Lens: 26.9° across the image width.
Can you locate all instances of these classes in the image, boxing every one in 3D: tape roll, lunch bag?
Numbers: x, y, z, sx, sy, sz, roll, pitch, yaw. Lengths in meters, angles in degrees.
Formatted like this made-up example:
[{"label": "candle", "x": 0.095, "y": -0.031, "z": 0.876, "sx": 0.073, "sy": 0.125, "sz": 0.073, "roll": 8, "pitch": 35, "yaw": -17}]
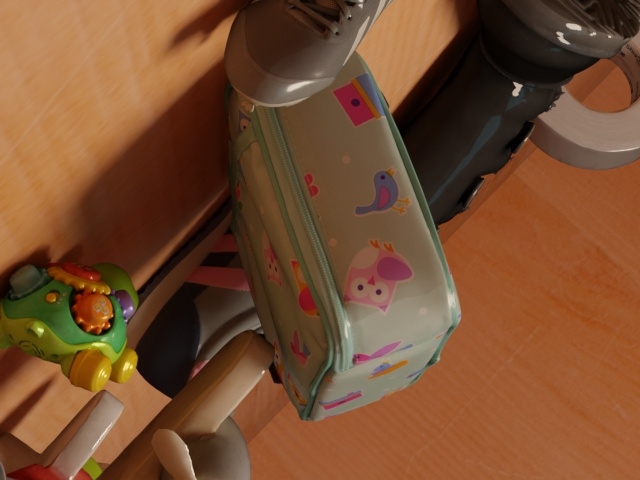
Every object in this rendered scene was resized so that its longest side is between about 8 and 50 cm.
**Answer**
[{"label": "tape roll", "x": 0.357, "y": -0.205, "z": 1.730, "sx": 0.219, "sy": 0.219, "sz": 0.072, "roll": -45, "pitch": 170, "yaw": -14}, {"label": "lunch bag", "x": 0.000, "y": 0.000, "z": 0.947, "sx": 0.107, "sy": 0.224, "sz": 0.279, "roll": -18, "pitch": 165, "yaw": -11}]

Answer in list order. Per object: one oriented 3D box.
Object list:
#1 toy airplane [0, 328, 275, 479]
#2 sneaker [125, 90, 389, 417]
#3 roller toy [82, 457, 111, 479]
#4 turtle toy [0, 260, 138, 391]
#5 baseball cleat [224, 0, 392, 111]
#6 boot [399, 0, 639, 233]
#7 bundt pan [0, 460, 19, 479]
[{"label": "toy airplane", "x": -0.201, "y": 0.261, "z": 0.958, "sx": 0.384, "sy": 0.272, "sz": 0.386, "roll": -41, "pitch": 170, "yaw": -36}, {"label": "sneaker", "x": -0.029, "y": 0.014, "z": 1.140, "sx": 0.319, "sy": 0.131, "sz": 0.112, "roll": -48, "pitch": 171, "yaw": 7}, {"label": "roller toy", "x": -0.239, "y": 0.324, "z": 1.332, "sx": 0.209, "sy": 0.191, "sz": 0.146, "roll": -48, "pitch": 172, "yaw": 12}, {"label": "turtle toy", "x": -0.157, "y": 0.047, "z": 0.854, "sx": 0.130, "sy": 0.095, "sz": 0.066, "roll": -3, "pitch": 114, "yaw": -79}, {"label": "baseball cleat", "x": 0.014, "y": -0.162, "z": 0.792, "sx": 0.206, "sy": 0.072, "sz": 0.109, "roll": -53, "pitch": 175, "yaw": -41}, {"label": "boot", "x": 0.131, "y": -0.111, "z": 1.391, "sx": 0.445, "sy": 0.146, "sz": 0.367, "roll": -46, "pitch": 171, "yaw": 27}, {"label": "bundt pan", "x": -0.253, "y": 0.227, "z": 0.575, "sx": 0.330, "sy": 0.124, "sz": 0.331, "roll": -24, "pitch": 142, "yaw": -20}]
